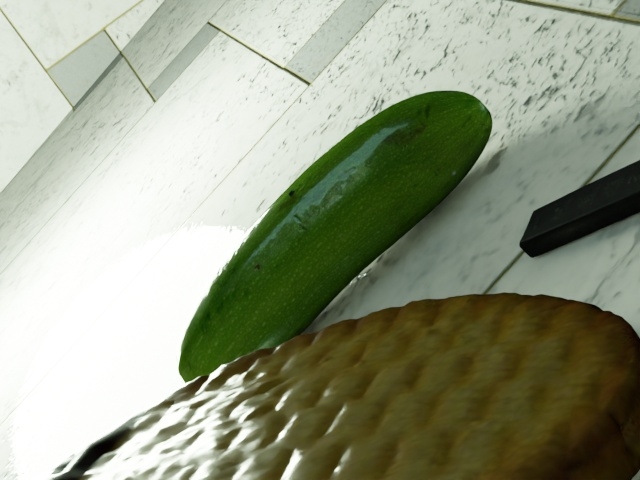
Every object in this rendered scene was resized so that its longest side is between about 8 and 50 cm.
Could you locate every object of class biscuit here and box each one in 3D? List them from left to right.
[{"bbox_3d":[-0.003,0.100,0.586,0.318,0.040,0.318,-19,12,4],"label":"biscuit"}]

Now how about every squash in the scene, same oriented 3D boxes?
[{"bbox_3d":[-0.001,-0.002,0.908,0.292,0.082,0.082,-44,19,13],"label":"squash"}]

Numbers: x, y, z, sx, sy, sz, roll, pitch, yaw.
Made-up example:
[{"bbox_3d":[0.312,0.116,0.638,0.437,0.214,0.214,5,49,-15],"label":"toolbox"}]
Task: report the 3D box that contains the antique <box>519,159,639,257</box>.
[{"bbox_3d":[0.180,-0.035,0.681,0.192,0.015,0.031,-27,28,46],"label":"antique"}]
